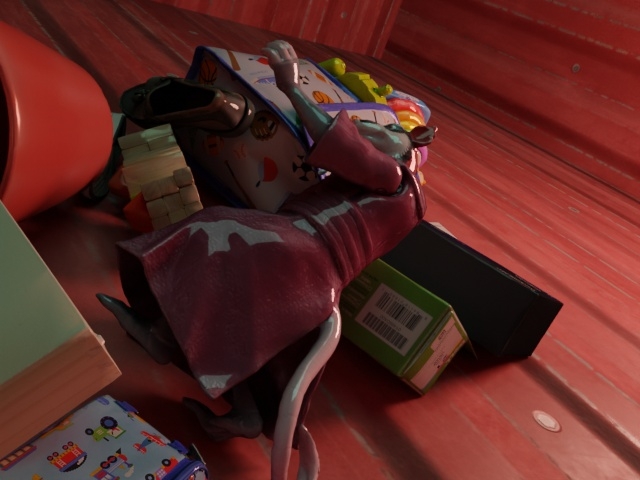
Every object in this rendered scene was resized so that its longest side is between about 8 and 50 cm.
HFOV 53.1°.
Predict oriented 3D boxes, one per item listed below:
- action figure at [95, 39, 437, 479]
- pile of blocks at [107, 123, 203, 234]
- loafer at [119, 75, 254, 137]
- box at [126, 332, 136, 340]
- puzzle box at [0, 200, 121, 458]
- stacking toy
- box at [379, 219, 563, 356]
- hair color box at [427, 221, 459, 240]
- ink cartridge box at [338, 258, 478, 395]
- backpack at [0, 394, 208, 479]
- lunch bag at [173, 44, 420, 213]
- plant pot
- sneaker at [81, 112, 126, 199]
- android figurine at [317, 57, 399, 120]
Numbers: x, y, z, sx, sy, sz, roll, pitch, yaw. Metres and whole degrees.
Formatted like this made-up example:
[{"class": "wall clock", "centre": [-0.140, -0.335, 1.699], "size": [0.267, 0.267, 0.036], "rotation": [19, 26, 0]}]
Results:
[{"class": "action figure", "centre": [0.000, 0.000, 0.596], "size": [0.370, 0.248, 0.276], "rotation": [-40, 59, -20]}, {"class": "pile of blocks", "centre": [-0.233, -0.058, 0.904], "size": [0.113, 0.148, 0.362], "rotation": [-18, 26, -10]}, {"class": "loafer", "centre": [-0.227, -0.222, 1.007], "size": [0.268, 0.096, 0.084], "rotation": [12, -8, 31]}, {"class": "box", "centre": [-0.162, 0.070, 0.687], "size": [0.052, 0.083, 0.062], "rotation": [29, 25, 22]}, {"class": "puzzle box", "centre": [-0.346, 0.040, 0.444], "size": [0.272, 0.052, 0.409], "rotation": [-35, 48, -19]}, {"class": "stacking toy", "centre": [0.203, -0.228, 1.594], "size": [0.175, 0.165, 0.301], "rotation": [15, 38, -21]}, {"class": "box", "centre": [0.197, 0.056, 0.930], "size": [0.261, 0.103, 0.184], "rotation": [35, 12, 30]}, {"class": "hair color box", "centre": [0.210, 0.026, 1.125], "size": [0.093, 0.053, 0.167], "rotation": [4, 29, -31]}, {"class": "ink cartridge box", "centre": [0.088, 0.108, 0.817], "size": [0.189, 0.097, 0.255], "rotation": [34, -7, 30]}, {"class": "backpack", "centre": [-0.122, 0.202, 0.394], "size": [0.173, 0.116, 0.158], "rotation": [32, 27, 19]}, {"class": "lunch bag", "centre": [-0.025, -0.164, 1.140], "size": [0.385, 0.238, 0.328], "rotation": [45, 31, 20]}, {"class": "plant pot", "centre": [-0.393, -0.136, 0.758], "size": [0.275, 0.274, 0.243], "rotation": [24, 13, 9]}, {"class": "sneaker", "centre": [-0.391, -0.139, 0.965], "size": [0.164, 0.086, 0.226], "rotation": [9, 30, -13]}, {"class": "android figurine", "centre": [0.033, -0.245, 1.313], "size": [0.273, 0.248, 0.056], "rotation": [-11, 7, 35]}]
